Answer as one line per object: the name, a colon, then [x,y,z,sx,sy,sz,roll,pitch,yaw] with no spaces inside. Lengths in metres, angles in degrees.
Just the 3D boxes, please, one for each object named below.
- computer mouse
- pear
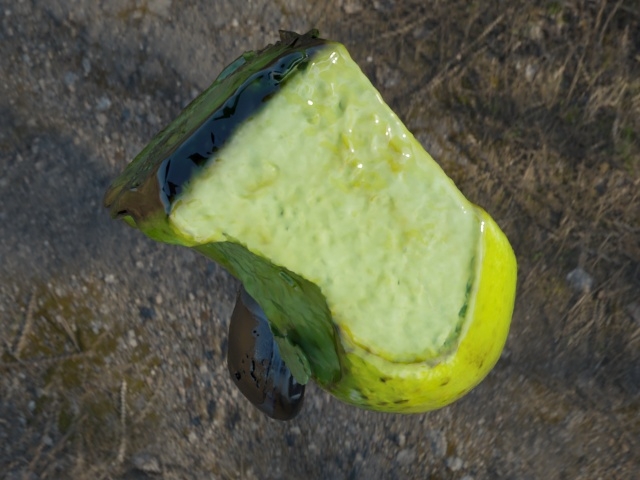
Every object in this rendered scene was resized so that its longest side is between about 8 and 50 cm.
computer mouse: [-0.047,0.091,1.014,0.096,0.233,0.137,14,107,-2]
pear: [0.000,0.000,0.651,0.164,0.238,0.255,-47,108,-5]
